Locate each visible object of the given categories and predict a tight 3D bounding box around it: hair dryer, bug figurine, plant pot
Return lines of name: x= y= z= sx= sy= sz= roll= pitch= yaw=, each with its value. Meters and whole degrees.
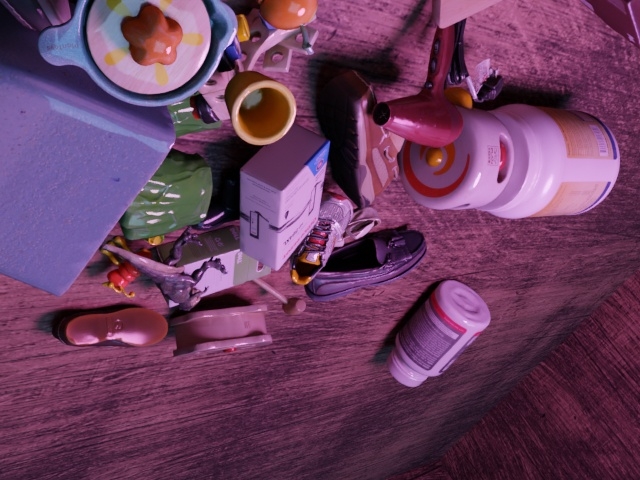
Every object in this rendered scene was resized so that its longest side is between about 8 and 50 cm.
hair dryer: x=0.177 y=-0.258 z=1.061 sx=0.293 sy=0.080 sz=0.224 roll=-48 pitch=126 yaw=-28
bug figurine: x=-0.328 y=-0.013 z=1.031 sx=0.216 sy=0.072 sz=0.279 roll=-41 pitch=148 yaw=11
plant pot: x=-0.344 y=-0.134 z=0.708 sx=0.252 sy=0.247 sz=0.248 roll=24 pitch=118 yaw=-40

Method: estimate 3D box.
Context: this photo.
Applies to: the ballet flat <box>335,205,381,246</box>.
ballet flat: x=0.049 y=-0.019 z=1.381 sx=0.168 sy=0.052 sz=0.057 roll=-29 pitch=149 yaw=-7

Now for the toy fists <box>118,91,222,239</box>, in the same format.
toy fists: x=-0.220 y=-0.132 z=0.903 sx=0.142 sy=0.096 sz=0.279 roll=-17 pitch=131 yaw=-48

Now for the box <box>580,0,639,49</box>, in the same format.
box: x=0.549 y=-0.469 z=1.106 sx=0.203 sy=0.168 sz=0.167 roll=-44 pitch=148 yaw=16

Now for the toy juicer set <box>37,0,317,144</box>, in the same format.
toy juicer set: x=-0.139 y=-0.220 z=0.587 sx=0.328 sy=0.089 sz=0.209 roll=14 pitch=114 yaw=-32

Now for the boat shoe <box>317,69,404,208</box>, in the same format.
boat shoe: x=0.079 y=-0.181 z=1.142 sx=0.119 sy=0.123 sz=0.324 roll=-34 pitch=157 yaw=-10

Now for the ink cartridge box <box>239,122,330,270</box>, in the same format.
ink cartridge box: x=-0.063 y=-0.072 z=1.122 sx=0.148 sy=0.085 sz=0.203 roll=-52 pitch=161 yaw=-35

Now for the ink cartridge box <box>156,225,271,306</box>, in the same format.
ink cartridge box: x=-0.193 y=0.039 z=1.231 sx=0.209 sy=0.062 sz=0.109 roll=-17 pitch=144 yaw=-25

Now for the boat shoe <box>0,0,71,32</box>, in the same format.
boat shoe: x=-0.324 y=-0.323 z=0.557 sx=0.095 sy=0.112 sz=0.335 roll=-15 pitch=132 yaw=3

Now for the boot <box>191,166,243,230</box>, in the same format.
boot: x=-0.162 y=-0.071 z=1.127 sx=0.121 sy=0.045 sz=0.099 roll=-17 pitch=148 yaw=-37

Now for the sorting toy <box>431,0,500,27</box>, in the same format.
sorting toy: x=0.251 y=-0.466 z=0.918 sx=0.257 sy=0.089 sz=0.255 roll=-28 pitch=148 yaw=-10

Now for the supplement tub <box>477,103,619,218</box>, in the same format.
supplement tub: x=0.439 y=-0.161 z=1.372 sx=0.316 sy=0.228 sz=0.228 roll=-4 pitch=138 yaw=-39

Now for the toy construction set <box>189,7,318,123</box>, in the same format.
toy construction set: x=-0.123 y=-0.268 z=0.772 sx=0.151 sy=0.215 sz=0.327 roll=-15 pitch=161 yaw=22

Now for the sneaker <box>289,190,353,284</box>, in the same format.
sneaker: x=0.000 y=0.000 z=1.297 sx=0.088 sy=0.093 sz=0.225 roll=19 pitch=130 yaw=-6

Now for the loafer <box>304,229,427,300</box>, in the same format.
loafer: x=0.104 y=0.042 z=1.471 sx=0.302 sy=0.109 sz=0.095 roll=-22 pitch=143 yaw=-13

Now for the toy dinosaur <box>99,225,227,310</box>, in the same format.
toy dinosaur: x=-0.231 y=0.045 z=1.088 sx=0.118 sy=0.064 sz=0.268 roll=-34 pitch=147 yaw=1

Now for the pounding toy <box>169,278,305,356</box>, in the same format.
pounding toy: x=-0.180 y=0.152 z=1.395 sx=0.269 sy=0.155 sz=0.154 roll=-4 pitch=168 yaw=-25

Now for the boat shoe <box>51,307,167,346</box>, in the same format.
boat shoe: x=-0.386 y=0.160 z=1.227 sx=0.207 sy=0.073 sz=0.073 roll=9 pitch=167 yaw=-44

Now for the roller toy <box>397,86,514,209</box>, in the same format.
roller toy: x=0.246 y=-0.154 z=1.229 sx=0.146 sy=0.191 sz=0.209 roll=-4 pitch=141 yaw=-47

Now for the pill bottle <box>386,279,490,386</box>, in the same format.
pill bottle: x=0.328 y=0.279 z=1.922 sx=0.176 sy=0.176 sz=0.319 roll=0 pitch=135 yaw=-42
